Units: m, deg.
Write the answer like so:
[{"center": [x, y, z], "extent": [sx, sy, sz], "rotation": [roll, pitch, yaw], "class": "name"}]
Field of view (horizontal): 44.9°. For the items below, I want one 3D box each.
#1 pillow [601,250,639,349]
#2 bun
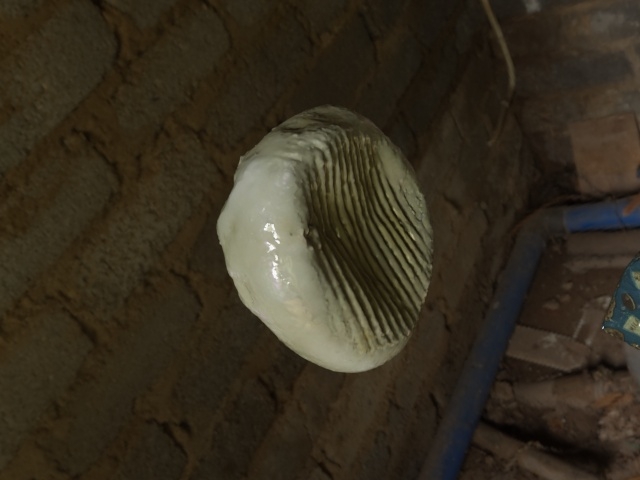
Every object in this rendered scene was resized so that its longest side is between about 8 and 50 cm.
[{"center": [0.568, 0.134, 1.180], "extent": [0.256, 0.188, 0.034], "rotation": [33, 51, 24], "class": "pillow"}, {"center": [0.000, 0.000, 0.675], "extent": [0.133, 0.231, 0.231], "rotation": [-11, 38, 42], "class": "bun"}]
